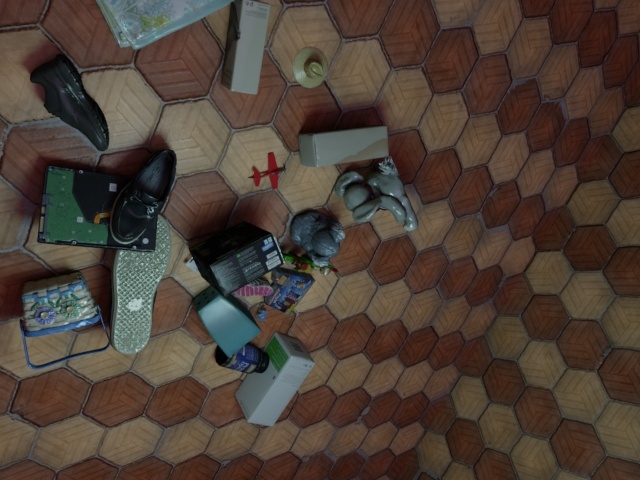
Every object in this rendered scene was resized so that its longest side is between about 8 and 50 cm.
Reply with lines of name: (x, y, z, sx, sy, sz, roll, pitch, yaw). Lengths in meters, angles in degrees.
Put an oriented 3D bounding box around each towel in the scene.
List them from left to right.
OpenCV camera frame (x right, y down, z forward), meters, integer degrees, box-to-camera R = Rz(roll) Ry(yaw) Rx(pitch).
towel: (-0.461, -0.750, 1.395, 0.375, 0.090, 0.320, -32, 129, -12)

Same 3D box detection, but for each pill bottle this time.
pill bottle: (-0.330, 0.501, 2.162, 0.219, 0.123, 0.122, 28, 100, -38)

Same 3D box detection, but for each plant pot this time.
plant pot: (-0.385, 0.300, 1.999, 0.165, 0.166, 0.234, -38, 121, -7)

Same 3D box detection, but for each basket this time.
basket: (-0.859, 0.267, 1.666, 0.255, 0.201, 0.288, -15, 113, -24)

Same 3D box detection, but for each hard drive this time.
hard drive: (-0.688, -0.092, 1.586, 0.339, 0.064, 0.236, 6, 81, -34)

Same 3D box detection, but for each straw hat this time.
straw hat: (-0.022, -0.597, 1.757, 0.145, 0.061, 0.144, -14, 122, -24)

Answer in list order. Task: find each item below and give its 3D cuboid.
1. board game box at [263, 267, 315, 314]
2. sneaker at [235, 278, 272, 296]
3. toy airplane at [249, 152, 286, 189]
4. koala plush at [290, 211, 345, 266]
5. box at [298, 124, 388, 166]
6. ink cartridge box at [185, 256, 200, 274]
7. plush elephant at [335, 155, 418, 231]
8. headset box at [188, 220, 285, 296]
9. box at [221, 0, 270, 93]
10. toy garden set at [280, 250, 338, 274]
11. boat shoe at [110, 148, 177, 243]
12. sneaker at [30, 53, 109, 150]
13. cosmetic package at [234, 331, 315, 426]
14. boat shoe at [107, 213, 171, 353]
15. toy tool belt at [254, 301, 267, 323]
board game box: (-0.153, 0.196, 2.133, 0.194, 0.060, 0.194, 33, 97, -38)
sneaker: (-0.280, 0.185, 2.054, 0.171, 0.074, 0.063, 3, 117, -7)
toy airplane: (-0.196, -0.249, 1.874, 0.151, 0.028, 0.151, -15, 124, -23)
koala plush: (0.000, 0.000, 2.007, 0.203, 0.221, 0.196, 31, 99, -38)
box: (0.087, -0.358, 1.891, 0.311, 0.148, 0.121, -12, 106, -23)
ink cartridge box: (-0.456, 0.092, 1.916, 0.063, 0.029, 0.115, -48, 128, 2)
plush elephant: (0.211, -0.166, 2.020, 0.256, 0.271, 0.330, -24, 140, 7)
headset box: (-0.308, 0.054, 1.814, 0.246, 0.283, 0.131, -28, 114, -21)
box: (-0.238, -0.613, 1.590, 0.094, 0.113, 0.274, -1, 115, -30)
toy garden set: (-0.048, 0.107, 2.047, 0.244, 0.204, 0.049, 15, 94, -35)
boat shoe: (-0.543, -0.147, 1.581, 0.127, 0.113, 0.340, 38, 66, -24)
sneaker: (-0.717, -0.382, 1.459, 0.130, 0.109, 0.286, -25, 120, -4)
cosmetic package: (-0.207, 0.622, 2.259, 0.155, 0.197, 0.365, 28, 99, -38)
boat shoe: (-0.644, 0.140, 1.759, 0.187, 0.156, 0.499, 8, 97, -31)
toy tool belt: (-0.247, 0.311, 2.148, 0.052, 0.051, 0.083, 0, 116, -31)
